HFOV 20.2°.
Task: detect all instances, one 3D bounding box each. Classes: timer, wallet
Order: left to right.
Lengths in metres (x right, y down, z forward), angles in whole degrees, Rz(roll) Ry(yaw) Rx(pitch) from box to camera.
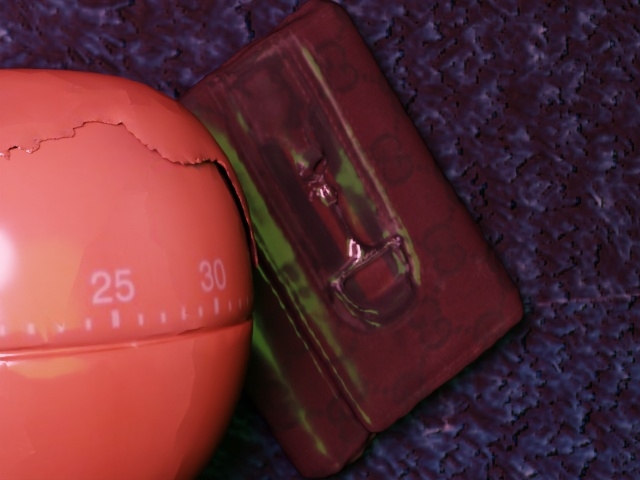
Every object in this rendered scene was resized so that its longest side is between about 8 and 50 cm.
[{"bbox_3d":[-0.144,0.028,0.847,0.229,0.229,0.215,3,91,-22],"label":"timer"},{"bbox_3d":[0.000,0.000,1.006,0.182,0.049,0.229,-38,104,-22],"label":"wallet"}]
